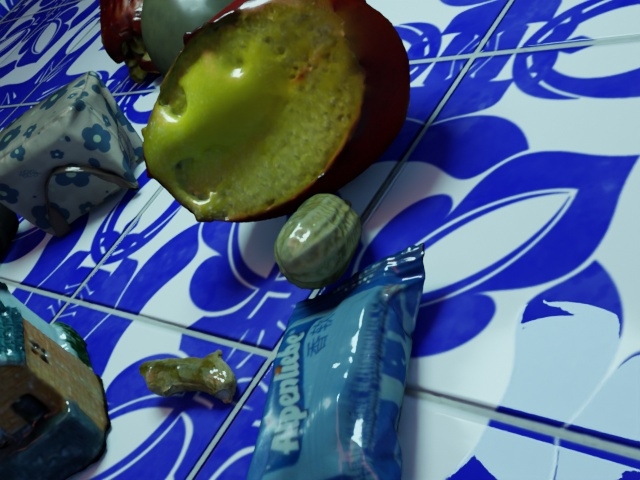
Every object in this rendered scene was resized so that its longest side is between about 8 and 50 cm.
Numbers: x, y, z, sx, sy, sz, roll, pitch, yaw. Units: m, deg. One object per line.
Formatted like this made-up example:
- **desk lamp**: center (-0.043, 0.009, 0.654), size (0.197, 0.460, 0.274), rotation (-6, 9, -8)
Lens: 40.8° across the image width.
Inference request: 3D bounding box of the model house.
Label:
- **model house**: center (-0.412, 0.146, 1.036), size (0.184, 0.291, 0.253), rotation (-34, 33, -1)

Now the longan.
- **longan**: center (-0.181, -0.358, 1.464), size (0.258, 0.258, 0.258), rotation (-26, 35, 20)

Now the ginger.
- **ginger**: center (-0.148, 0.156, 0.986), size (0.137, 0.044, 0.057), rotation (-5, 16, 33)

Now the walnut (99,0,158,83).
- **walnut**: center (-0.364, -0.455, 1.798), size (0.244, 0.221, 0.269), rotation (129, 155, -49)

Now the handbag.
- **handbag**: center (-0.435, -0.141, 1.485), size (0.251, 0.193, 0.190), rotation (-29, 29, 19)

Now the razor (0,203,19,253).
- **razor**: center (-0.688, 0.064, 1.557), size (0.204, 0.113, 0.349), rotation (-13, 41, 30)

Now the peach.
- **peach**: center (-0.060, -0.163, 1.061), size (0.338, 0.281, 0.281), rotation (-34, 31, -16)

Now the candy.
- **candy**: center (0.014, 0.148, 0.807), size (0.187, 0.077, 0.331), rotation (-26, 31, 31)

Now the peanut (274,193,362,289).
- **peanut**: center (0.000, 0.000, 0.964), size (0.194, 0.083, 0.093), rotation (-55, -15, -71)
